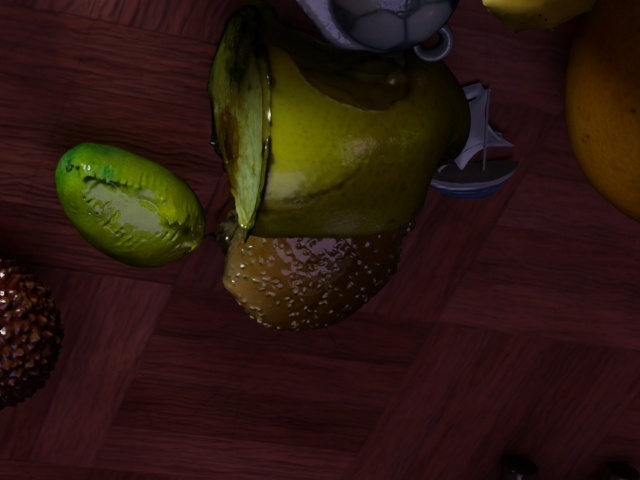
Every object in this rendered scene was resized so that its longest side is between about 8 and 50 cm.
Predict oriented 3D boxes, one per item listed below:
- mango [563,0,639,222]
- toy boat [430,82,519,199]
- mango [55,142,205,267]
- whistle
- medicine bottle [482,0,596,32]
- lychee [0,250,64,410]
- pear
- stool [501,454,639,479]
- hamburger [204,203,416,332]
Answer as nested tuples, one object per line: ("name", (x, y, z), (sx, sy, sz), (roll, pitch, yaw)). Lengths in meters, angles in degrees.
("mango", (0.370, -0.181, 1.626), (0.263, 0.221, 0.378), (-10, 127, 1))
("toy boat", (0.154, -0.097, 1.779), (0.105, 0.034, 0.149), (-23, 135, 6))
("mango", (-0.197, -0.041, 1.700), (0.119, 0.100, 0.178), (-32, 128, 27))
("whistle", (0.038, -0.270, 1.504), (0.163, 0.163, 0.290), (-30, 123, 16))
("medicine bottle", (0.175, -0.289, 1.449), (0.124, 0.239, 0.124), (-8, 139, -7))
("lychee", (-0.365, 0.091, 1.739), (0.188, 0.188, 0.188), (-7, 135, -7))
("pear", (0.033, -0.109, 1.594), (0.255, 0.238, 0.164), (7, 126, -18))
("stool", (0.334, 0.415, 2.192), (0.272, 0.272, 0.178), (6, 116, -20))
("hamburger", (0.000, 0.000, 1.776), (0.215, 0.122, 0.189), (-34, 130, 16))
